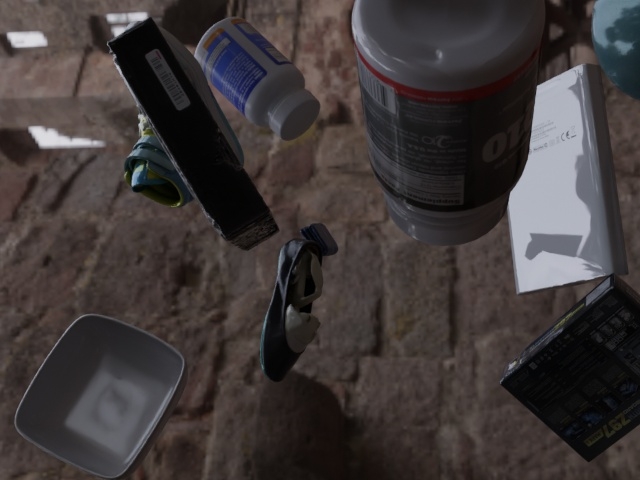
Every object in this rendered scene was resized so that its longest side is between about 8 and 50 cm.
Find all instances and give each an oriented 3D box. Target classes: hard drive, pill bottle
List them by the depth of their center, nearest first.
[{"bbox_3d":[0.121,-0.123,0.859,0.283,0.161,0.161,76,-164,-59],"label":"pill bottle"},{"bbox_3d":[-0.136,-0.103,1.061,0.237,0.064,0.339,59,179,1],"label":"hard drive"},{"bbox_3d":[0.409,-0.097,1.560,0.233,0.047,0.353,-21,70,59],"label":"hard drive"},{"bbox_3d":[-0.130,-0.338,1.921,0.272,0.152,0.152,46,173,20],"label":"pill bottle"}]

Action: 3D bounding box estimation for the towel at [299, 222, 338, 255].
[{"bbox_3d":[0.000,0.000,1.661,0.067,0.029,0.119,56,-171,5],"label":"towel"}]

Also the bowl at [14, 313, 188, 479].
[{"bbox_3d":[-0.205,0.154,0.877,0.142,0.142,0.053,-62,-21,-20],"label":"bowl"}]

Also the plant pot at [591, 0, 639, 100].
[{"bbox_3d":[0.691,-0.414,1.703,0.195,0.290,0.290,-173,82,-75],"label":"plant pot"}]

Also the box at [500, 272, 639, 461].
[{"bbox_3d":[0.407,0.187,1.311,0.233,0.183,0.059,-48,1,27],"label":"box"}]

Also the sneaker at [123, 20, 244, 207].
[{"bbox_3d":[-0.277,-0.200,1.524,0.208,0.127,0.319,-44,-72,-39],"label":"sneaker"}]

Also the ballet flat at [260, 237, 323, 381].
[{"bbox_3d":[-0.032,0.088,1.205,0.074,0.074,0.203,73,-156,-63],"label":"ballet flat"}]
